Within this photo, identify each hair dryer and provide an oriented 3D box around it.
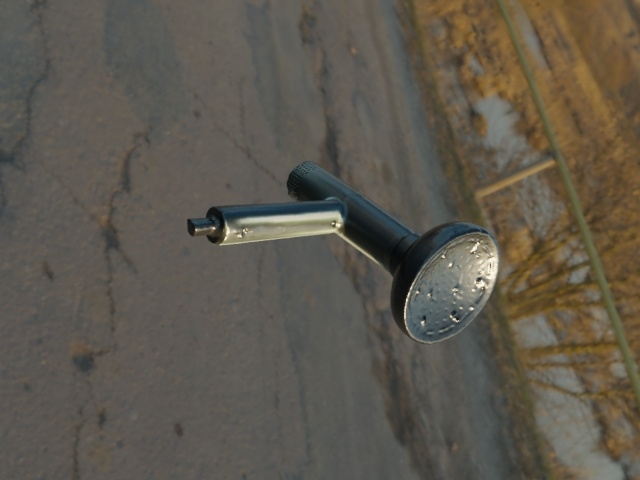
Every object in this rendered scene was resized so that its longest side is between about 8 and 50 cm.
[{"bbox_3d":[0.008,0.021,1.189,0.284,0.320,0.156,-29,134,-37],"label":"hair dryer"}]
